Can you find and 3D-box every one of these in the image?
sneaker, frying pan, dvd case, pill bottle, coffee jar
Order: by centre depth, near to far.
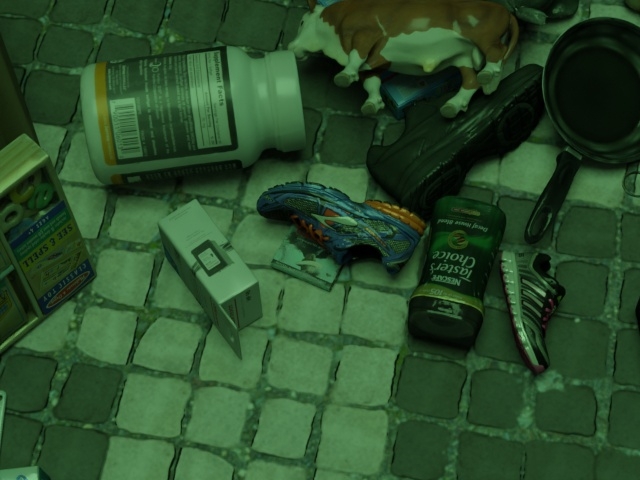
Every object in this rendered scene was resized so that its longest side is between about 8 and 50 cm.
[{"bbox_3d":[0.271,0.082,1.860,0.075,0.063,0.170,-11,58,4],"label":"sneaker"},{"bbox_3d":[0.170,0.040,1.878,0.096,0.079,0.184,11,64,9],"label":"coffee jar"},{"bbox_3d":[0.019,-0.017,1.901,0.221,0.083,0.087,14,77,16],"label":"sneaker"},{"bbox_3d":[0.000,0.000,1.943,0.087,0.013,0.119,23,67,14],"label":"dvd case"},{"bbox_3d":[-0.164,-0.167,1.955,0.278,0.162,0.162,-7,62,-2],"label":"pill bottle"},{"bbox_3d":[0.369,-0.134,1.967,0.197,0.053,0.326,11,80,-14],"label":"frying pan"},{"bbox_3d":[0.181,-0.155,1.971,0.286,0.109,0.130,-37,57,-20],"label":"sneaker"}]

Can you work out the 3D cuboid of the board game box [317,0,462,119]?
[{"bbox_3d":[0.118,-0.286,2.072,0.160,0.039,0.211,-29,65,-12],"label":"board game box"}]

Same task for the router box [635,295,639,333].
[{"bbox_3d":[0.466,0.150,1.826,0.133,0.046,0.178,-5,63,0],"label":"router box"}]

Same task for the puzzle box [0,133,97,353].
[{"bbox_3d":[-0.458,0.086,1.768,0.409,0.272,0.052,-42,64,-19],"label":"puzzle box"}]

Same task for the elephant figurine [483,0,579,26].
[{"bbox_3d":[0.309,-0.392,2.067,0.239,0.169,0.186,-23,92,-27],"label":"elephant figurine"}]

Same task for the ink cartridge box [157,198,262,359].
[{"bbox_3d":[-0.127,0.049,1.872,0.060,0.104,0.180,-32,66,-15],"label":"ink cartridge box"}]

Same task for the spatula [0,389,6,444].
[{"bbox_3d":[-0.460,0.294,1.807,0.168,0.019,0.242,-2,63,2],"label":"spatula"}]

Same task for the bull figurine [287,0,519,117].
[{"bbox_3d":[0.102,-0.251,1.952,0.310,0.101,0.188,-3,49,9],"label":"bull figurine"}]

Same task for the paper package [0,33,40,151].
[{"bbox_3d":[-0.496,-0.255,1.922,0.168,0.325,0.309,-19,64,-7],"label":"paper package"}]

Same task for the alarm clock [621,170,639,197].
[{"bbox_3d":[0.477,-0.043,1.917,0.192,0.064,0.129,24,66,11],"label":"alarm clock"}]

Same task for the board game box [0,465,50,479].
[{"bbox_3d":[-0.474,0.405,1.700,0.336,0.079,0.253,-7,69,-1],"label":"board game box"}]

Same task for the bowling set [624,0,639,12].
[{"bbox_3d":[0.467,-0.484,2.079,0.154,0.200,0.287,-13,59,-3],"label":"bowling set"}]
